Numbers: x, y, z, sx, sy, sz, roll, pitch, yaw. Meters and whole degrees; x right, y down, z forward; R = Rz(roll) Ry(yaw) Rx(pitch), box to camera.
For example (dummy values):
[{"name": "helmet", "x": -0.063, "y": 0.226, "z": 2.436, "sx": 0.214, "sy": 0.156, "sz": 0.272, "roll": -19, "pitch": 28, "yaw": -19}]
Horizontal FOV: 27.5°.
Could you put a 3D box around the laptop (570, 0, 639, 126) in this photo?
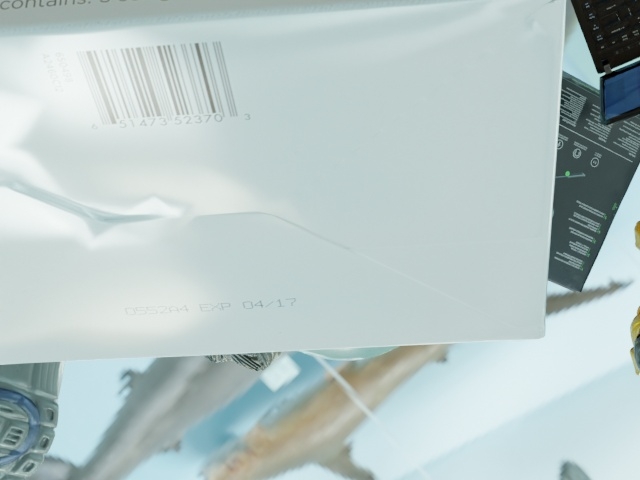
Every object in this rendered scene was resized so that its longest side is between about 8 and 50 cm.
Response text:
[{"name": "laptop", "x": 0.364, "y": -0.260, "z": 1.319, "sx": 0.234, "sy": 0.264, "sz": 0.136, "roll": -22, "pitch": 163, "yaw": 20}]

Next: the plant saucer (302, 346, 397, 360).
[{"name": "plant saucer", "x": 0.000, "y": 0.000, "z": 0.953, "sx": 0.195, "sy": 0.195, "sz": 0.037, "roll": -35, "pitch": 177, "yaw": 27}]

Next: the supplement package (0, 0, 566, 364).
[{"name": "supplement package", "x": -0.048, "y": -0.066, "z": 0.504, "sx": 0.262, "sy": 0.204, "sz": 0.145, "roll": -4, "pitch": -125, "yaw": 5}]

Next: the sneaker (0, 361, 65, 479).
[{"name": "sneaker", "x": -0.238, "y": 0.078, "z": 1.004, "sx": 0.297, "sy": 0.111, "sz": 0.129, "roll": -58, "pitch": -158, "yaw": 4}]

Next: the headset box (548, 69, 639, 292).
[{"name": "headset box", "x": 0.282, "y": -0.089, "z": 1.784, "sx": 0.131, "sy": 0.246, "sz": 0.283, "roll": 30, "pitch": -83, "yaw": 63}]

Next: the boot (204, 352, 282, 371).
[{"name": "boot", "x": -0.013, "y": 0.025, "z": 1.157, "sx": 0.208, "sy": 0.076, "sz": 0.189, "roll": -34, "pitch": -166, "yaw": -21}]

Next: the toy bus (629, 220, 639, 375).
[{"name": "toy bus", "x": 0.342, "y": 0.017, "z": 1.125, "sx": 0.149, "sy": 0.211, "sz": 0.220, "roll": -26, "pitch": -177, "yaw": -21}]
